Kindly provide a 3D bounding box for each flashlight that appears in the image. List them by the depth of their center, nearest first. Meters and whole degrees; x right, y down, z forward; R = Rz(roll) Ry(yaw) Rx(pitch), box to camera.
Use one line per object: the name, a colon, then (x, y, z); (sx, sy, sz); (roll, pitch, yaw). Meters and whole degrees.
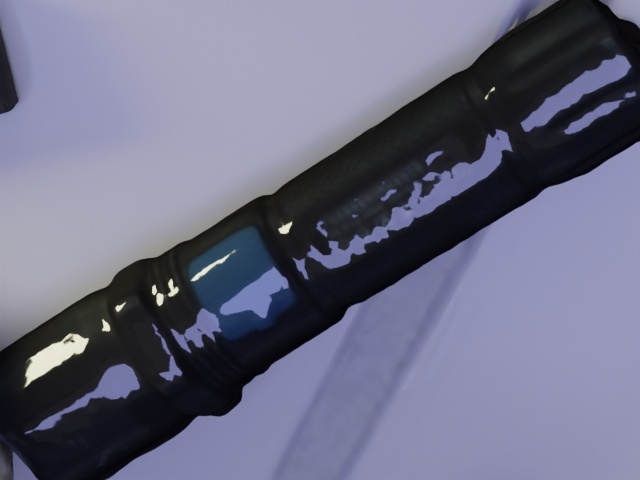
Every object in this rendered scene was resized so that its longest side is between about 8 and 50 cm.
flashlight: (0.000, 0.000, 0.946); (0.424, 0.103, 0.103); (-33, 101, 12)

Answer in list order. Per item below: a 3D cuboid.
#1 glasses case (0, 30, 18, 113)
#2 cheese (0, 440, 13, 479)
glasses case: (-0.272, -0.088, 0.973); (0.191, 0.042, 0.072); (-13, 97, 10)
cheese: (-0.288, 0.089, 0.966); (0.198, 0.154, 0.189); (-10, 121, 11)
